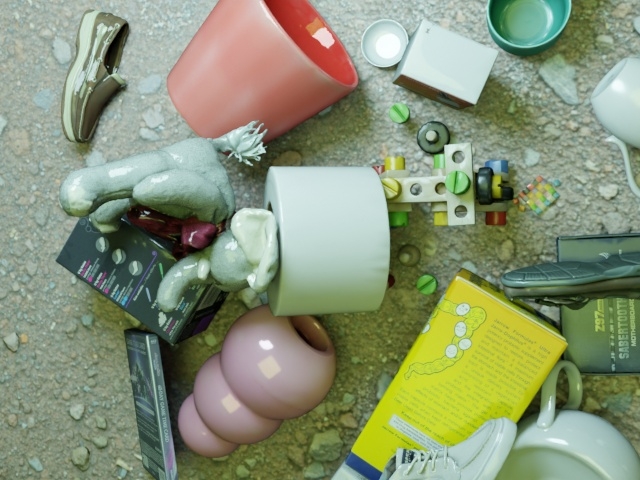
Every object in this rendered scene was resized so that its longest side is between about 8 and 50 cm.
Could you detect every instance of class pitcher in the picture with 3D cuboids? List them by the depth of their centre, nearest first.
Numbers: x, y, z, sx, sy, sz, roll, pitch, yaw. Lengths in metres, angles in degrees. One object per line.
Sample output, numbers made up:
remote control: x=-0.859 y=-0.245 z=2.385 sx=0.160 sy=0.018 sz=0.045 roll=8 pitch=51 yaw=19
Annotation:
pitcher: x=0.522 y=-0.175 z=1.174 sx=0.207 sy=0.125 sz=0.177 roll=38 pitch=115 yaw=-2

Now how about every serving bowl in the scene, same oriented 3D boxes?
serving bowl: x=0.115 y=-0.347 z=1.301 sx=0.084 sy=0.027 sz=0.083 roll=1 pitch=93 yaw=14

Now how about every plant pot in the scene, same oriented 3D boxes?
plant pot: x=-0.109 y=-0.288 z=1.250 sx=0.243 sy=0.275 sz=0.274 roll=-38 pitch=84 yaw=23

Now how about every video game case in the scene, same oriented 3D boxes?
video game case: x=-0.316 y=0.303 z=1.358 sx=0.026 sy=0.196 sz=0.274 roll=-7 pitch=90 yaw=-26

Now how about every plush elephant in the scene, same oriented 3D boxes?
plush elephant: x=-0.193 y=-0.012 z=1.138 sx=0.330 sy=0.272 sz=0.255 roll=-23 pitch=88 yaw=-15

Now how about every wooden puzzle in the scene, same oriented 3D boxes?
wooden puzzle: x=0.374 y=-0.078 z=1.261 sx=0.083 sy=0.006 sz=0.049 roll=-45 pitch=82 yaw=11

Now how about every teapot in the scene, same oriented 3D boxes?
teapot: x=0.407 y=0.361 z=1.171 sx=0.253 sy=0.187 sz=0.256 roll=37 pitch=129 yaw=18

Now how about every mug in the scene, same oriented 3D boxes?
mug: x=0.354 y=-0.371 z=1.208 sx=0.158 sy=0.097 sz=0.129 roll=3 pitch=92 yaw=12

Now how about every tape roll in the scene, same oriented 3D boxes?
tape roll: x=0.000 y=0.000 z=1.204 sx=0.169 sy=0.246 sz=0.246 roll=-1 pitch=92 yaw=-12

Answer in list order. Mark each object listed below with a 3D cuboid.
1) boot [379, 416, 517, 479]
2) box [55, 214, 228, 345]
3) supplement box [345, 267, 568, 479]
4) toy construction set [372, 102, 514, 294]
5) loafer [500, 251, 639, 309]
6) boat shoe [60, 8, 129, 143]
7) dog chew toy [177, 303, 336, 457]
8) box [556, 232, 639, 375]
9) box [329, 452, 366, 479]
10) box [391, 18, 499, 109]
boot: x=0.168 y=0.340 z=1.079 sx=0.123 sy=0.095 sz=0.258 roll=35 pitch=101 yaw=2
box: x=-0.310 y=0.047 z=1.345 sx=0.270 sy=0.165 sz=0.143 roll=33 pitch=99 yaw=9
supplement box: x=0.222 y=0.248 z=1.214 sx=0.195 sy=0.194 sz=0.356 roll=31 pitch=98 yaw=10
toy construction set: x=0.168 y=-0.046 z=1.193 sx=0.258 sy=0.237 sz=0.308 roll=24 pitch=98 yaw=11
loafer: x=0.417 y=0.076 z=1.139 sx=0.268 sy=0.096 sz=0.084 roll=-8 pitch=104 yaw=0
boat shoe: x=-0.422 y=-0.308 z=1.398 sx=0.095 sy=0.095 sz=0.257 roll=12 pitch=94 yaw=7
dog chew toy: x=-0.127 y=0.264 z=1.301 sx=0.206 sy=0.207 sz=0.332 roll=47 pitch=109 yaw=7
box: x=0.490 y=0.104 z=1.214 sx=0.184 sy=0.059 sz=0.232 roll=-2 pitch=91 yaw=14
box: x=0.054 y=0.451 z=1.308 sx=0.087 sy=0.101 sz=0.102 roll=36 pitch=100 yaw=10
box: x=0.198 y=-0.281 z=1.199 sx=0.130 sy=0.170 sz=0.091 roll=23 pitch=97 yaw=-1
